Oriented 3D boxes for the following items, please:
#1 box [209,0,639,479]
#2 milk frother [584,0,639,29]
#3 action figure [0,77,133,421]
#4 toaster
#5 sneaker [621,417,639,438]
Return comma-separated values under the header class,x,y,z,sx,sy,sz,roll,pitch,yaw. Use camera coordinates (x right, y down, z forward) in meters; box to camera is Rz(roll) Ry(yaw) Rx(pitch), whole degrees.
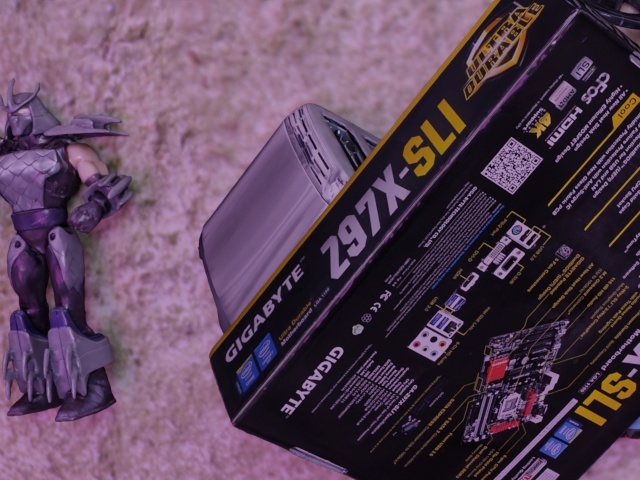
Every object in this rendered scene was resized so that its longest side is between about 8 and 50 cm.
class,x,y,z,sx,sy,sz,roll,pitch,yaw
box,0.125,0.028,0.781,0.257,0.079,0.322,28,110,-32
milk frother,0.211,-0.095,0.862,0.134,0.129,0.143,-54,37,20
action figure,-0.233,0.004,1.040,0.185,0.099,0.285,-6,94,31
toaster,0.000,0.000,0.908,0.129,0.227,0.146,28,109,-26
sneaker,0.298,0.055,0.861,0.262,0.104,0.125,-26,73,19
